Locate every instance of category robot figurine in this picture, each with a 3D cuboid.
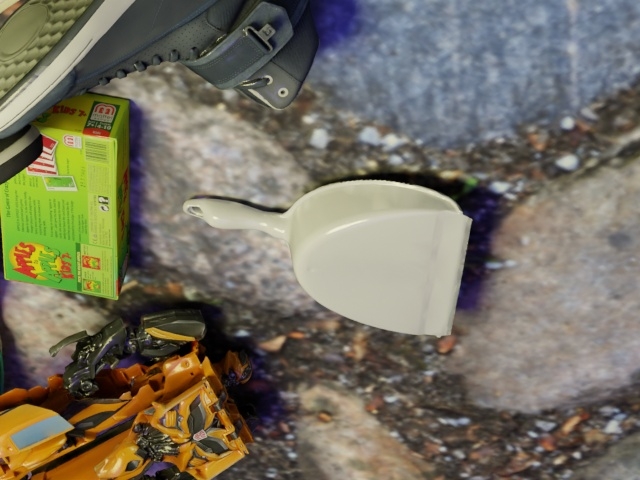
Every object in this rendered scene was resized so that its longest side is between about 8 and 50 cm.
[{"bbox_3d":[-0.184,0.173,1.467,0.291,0.085,0.211,-26,135,0],"label":"robot figurine"}]

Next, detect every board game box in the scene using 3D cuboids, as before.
[{"bbox_3d":[-0.192,-0.035,1.341,0.092,0.043,0.181,10,139,3],"label":"board game box"}]

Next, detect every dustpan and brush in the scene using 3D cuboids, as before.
[{"bbox_3d":[0.000,0.000,1.335,0.211,0.060,0.147,4,137,-1],"label":"dustpan and brush"}]

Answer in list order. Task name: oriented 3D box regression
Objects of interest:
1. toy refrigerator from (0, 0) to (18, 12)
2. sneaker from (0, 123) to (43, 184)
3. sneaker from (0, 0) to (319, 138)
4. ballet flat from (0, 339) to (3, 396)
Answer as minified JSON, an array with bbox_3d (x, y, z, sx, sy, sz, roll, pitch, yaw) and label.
[{"bbox_3d":[-0.218,-0.204,1.119,0.269,0.094,0.102,-25,126,34],"label":"toy refrigerator"},{"bbox_3d":[-0.301,-0.095,1.241,0.235,0.084,0.097,12,130,29],"label":"sneaker"},{"bbox_3d":[-0.104,-0.113,1.136,0.226,0.086,0.163,-44,128,-1],"label":"sneaker"},{"bbox_3d":[-0.335,0.075,1.458,0.139,0.139,0.400,12,135,0],"label":"ballet flat"}]
